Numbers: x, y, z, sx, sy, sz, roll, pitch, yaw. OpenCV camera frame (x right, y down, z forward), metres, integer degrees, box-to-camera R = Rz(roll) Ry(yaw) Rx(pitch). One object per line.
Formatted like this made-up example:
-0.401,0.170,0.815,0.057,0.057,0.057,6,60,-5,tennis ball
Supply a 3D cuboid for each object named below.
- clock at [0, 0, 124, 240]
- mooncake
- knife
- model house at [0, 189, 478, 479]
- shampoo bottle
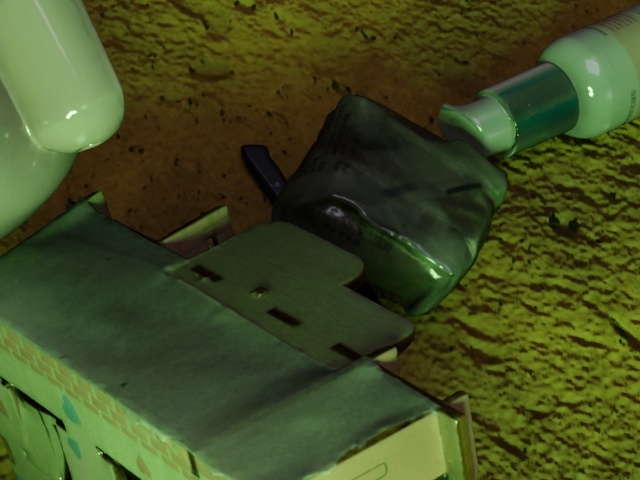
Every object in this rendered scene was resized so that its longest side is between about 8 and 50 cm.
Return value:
-0.306,-0.039,0.956,0.325,0.342,0.184,-23,85,-31,clock
0.044,-0.023,1.170,0.130,0.073,0.125,33,44,1,mooncake
0.000,0.000,1.188,0.023,0.010,0.170,-27,68,-21,knife
-0.042,0.135,0.953,0.169,0.244,0.326,-26,32,-30,model house
0.172,-0.102,1.257,0.192,0.074,0.074,-25,65,-27,shampoo bottle
